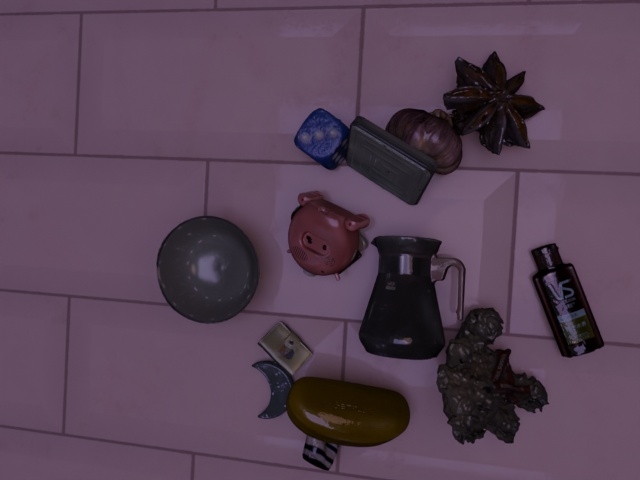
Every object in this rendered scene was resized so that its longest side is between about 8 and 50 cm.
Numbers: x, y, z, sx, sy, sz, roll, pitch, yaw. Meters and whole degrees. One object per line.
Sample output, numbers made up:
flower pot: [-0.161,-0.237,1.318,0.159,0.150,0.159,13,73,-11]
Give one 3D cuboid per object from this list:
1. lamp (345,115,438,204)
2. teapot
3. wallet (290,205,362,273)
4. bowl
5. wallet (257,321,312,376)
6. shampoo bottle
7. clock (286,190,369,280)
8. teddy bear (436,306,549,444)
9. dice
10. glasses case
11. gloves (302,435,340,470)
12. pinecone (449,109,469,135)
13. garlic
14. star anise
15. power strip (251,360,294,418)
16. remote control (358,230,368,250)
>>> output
lamp: [0.198,-0.225,1.562,0.269,0.266,0.047,33,76,9]
teapot: [0.267,0.166,1.560,0.299,0.253,0.345,2,87,24]
wallet: [0.011,-0.015,1.700,0.137,0.031,0.255,-40,81,28]
bowl: [-0.338,0.089,1.717,0.336,0.157,0.338,0,92,10]
wallet: [-0.112,0.349,1.729,0.155,0.039,0.110,44,76,7]
shampoo bottle: [0.711,0.170,1.560,0.129,0.084,0.323,-19,87,7]
clock: [0.000,0.000,1.615,0.227,0.142,0.241,29,112,20]
teddy bear: [0.452,0.413,1.474,0.224,0.367,0.358,-29,94,29]
dice: [0.015,-0.314,1.654,0.146,0.143,0.147,37,98,12]
glasses case: [0.084,0.513,1.585,0.370,0.141,0.174,12,59,-8]
gloves: [0.028,0.597,1.685,0.140,0.131,0.219,27,60,0]
pinecone: [0.422,-0.358,1.614,0.077,0.077,0.083,26,127,9]
garlic: [0.310,-0.304,1.549,0.244,0.245,0.161,29,94,9]
star anise: [0.492,-0.391,1.540,0.331,0.117,0.332,6,71,-17]
power strip: [-0.153,0.473,1.746,0.137,0.044,0.216,-5,90,10]
remote control: [0.098,-0.019,1.693,0.074,0.032,0.122,-29,85,25]
